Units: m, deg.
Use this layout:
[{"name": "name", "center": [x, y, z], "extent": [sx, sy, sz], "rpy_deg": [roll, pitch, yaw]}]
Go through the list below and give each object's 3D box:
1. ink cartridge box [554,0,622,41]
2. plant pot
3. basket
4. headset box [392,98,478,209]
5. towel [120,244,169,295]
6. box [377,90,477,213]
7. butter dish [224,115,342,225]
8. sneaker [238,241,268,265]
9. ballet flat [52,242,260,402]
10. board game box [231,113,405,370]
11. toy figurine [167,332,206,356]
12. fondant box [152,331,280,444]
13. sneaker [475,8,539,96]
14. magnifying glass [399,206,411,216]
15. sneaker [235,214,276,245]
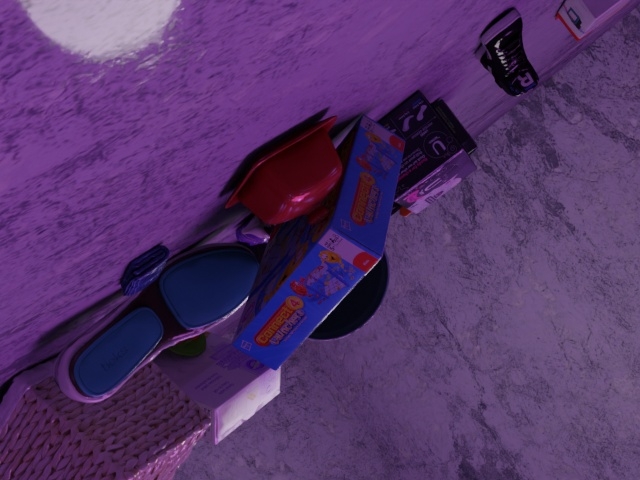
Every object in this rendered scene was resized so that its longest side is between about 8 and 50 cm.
[{"name": "ink cartridge box", "center": [0.564, -0.487, 1.844], "extent": [0.134, 0.078, 0.231], "rpy_deg": [-37, 176, 4]}, {"name": "plant pot", "center": [-0.011, 0.064, 2.128], "extent": [0.293, 0.293, 0.196], "rpy_deg": [-36, -157, -7]}, {"name": "basket", "center": [-0.431, 0.393, 1.653], "extent": [0.331, 0.266, 0.328], "rpy_deg": [-54, 168, 20]}, {"name": "headset box", "center": [0.195, -0.166, 1.999], "extent": [0.283, 0.131, 0.246], "rpy_deg": [-37, 176, -3]}, {"name": "towel", "center": [-0.258, 0.047, 1.346], "extent": [0.067, 0.029, 0.119], "rpy_deg": [-35, 175, -26]}, {"name": "box", "center": [0.185, -0.156, 1.731], "extent": [0.163, 0.142, 0.247], "rpy_deg": [-38, 167, 10]}, {"name": "butter dish", "center": [-0.031, -0.074, 1.265], "extent": [0.160, 0.118, 0.160], "rpy_deg": [-34, 174, -30]}, {"name": "sneaker", "center": [-0.184, 0.059, 1.805], "extent": [0.222, 0.118, 0.083], "rpy_deg": [0, 137, -32]}, {"name": "ballet flat", "center": [-0.274, 0.121, 1.489], "extent": [0.400, 0.139, 0.139], "rpy_deg": [-37, 177, -36]}, {"name": "board game box", "center": [0.000, 0.000, 1.439], "extent": [0.302, 0.086, 0.308], "rpy_deg": [-50, -165, 37]}, {"name": "toy figurine", "center": [-0.282, 0.146, 1.922], "extent": [0.173, 0.130, 0.159], "rpy_deg": [4, 132, -45]}, {"name": "fondant box", "center": [-0.284, 0.292, 1.972], "extent": [0.238, 0.330, 0.096], "rpy_deg": [-31, 132, -52]}, {"name": "sneaker", "center": [0.339, -0.317, 1.581], "extent": [0.079, 0.121, 0.217], "rpy_deg": [-38, 176, 2]}, {"name": "magnifying glass", "center": [0.205, -0.078, 1.966], "extent": [0.092, 0.026, 0.231], "rpy_deg": [-38, 176, 17]}, {"name": "sneaker", "center": [-0.112, -0.021, 1.695], "extent": [0.071, 0.068, 0.170], "rpy_deg": [-22, 171, 15]}]
